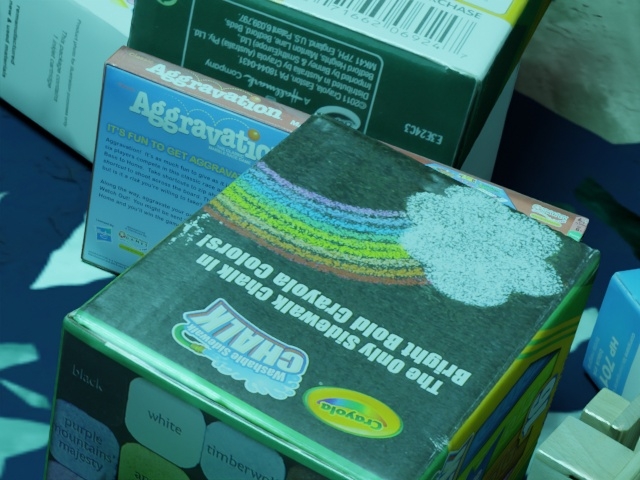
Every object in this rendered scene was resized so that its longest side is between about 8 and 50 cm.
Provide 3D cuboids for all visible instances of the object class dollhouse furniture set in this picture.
[{"bbox_3d":[0.175,0.134,0.936,0.101,0.161,0.182,30,42,21],"label":"dollhouse furniture set"}]

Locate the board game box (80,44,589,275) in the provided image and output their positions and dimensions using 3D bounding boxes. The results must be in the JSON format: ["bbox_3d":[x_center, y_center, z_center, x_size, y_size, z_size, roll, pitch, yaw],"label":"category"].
[{"bbox_3d":[0.000,0.000,1.072,0.281,0.145,0.027,22,39,11],"label":"board game box"}]

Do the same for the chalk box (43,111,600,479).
[{"bbox_3d":[-0.018,0.101,0.915,0.180,0.179,0.289,28,41,18],"label":"chalk box"}]

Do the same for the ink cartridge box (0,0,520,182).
[{"bbox_3d":[-0.042,-0.105,1.217,0.278,0.117,0.201,35,43,25],"label":"ink cartridge box"}]

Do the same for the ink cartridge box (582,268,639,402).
[{"bbox_3d":[0.260,0.096,1.073,0.139,0.082,0.191,-7,43,-25],"label":"ink cartridge box"}]

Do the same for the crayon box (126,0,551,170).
[{"bbox_3d":[0.040,-0.177,1.167,0.203,0.083,0.323,21,39,9],"label":"crayon box"}]
